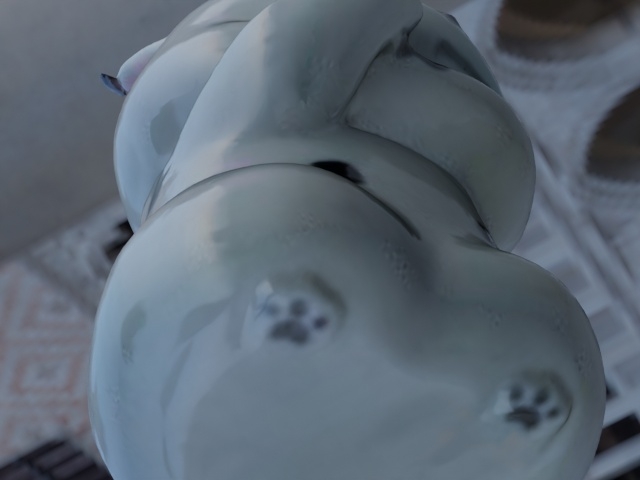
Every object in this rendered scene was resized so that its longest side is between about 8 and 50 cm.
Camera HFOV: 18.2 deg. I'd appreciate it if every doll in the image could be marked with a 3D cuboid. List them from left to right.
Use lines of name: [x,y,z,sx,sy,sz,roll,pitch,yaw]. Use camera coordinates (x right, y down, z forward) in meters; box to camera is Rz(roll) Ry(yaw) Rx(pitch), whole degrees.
doll: [0.001,0.002,0.464,0.110,0.107,0.181,23,-145,-17]
